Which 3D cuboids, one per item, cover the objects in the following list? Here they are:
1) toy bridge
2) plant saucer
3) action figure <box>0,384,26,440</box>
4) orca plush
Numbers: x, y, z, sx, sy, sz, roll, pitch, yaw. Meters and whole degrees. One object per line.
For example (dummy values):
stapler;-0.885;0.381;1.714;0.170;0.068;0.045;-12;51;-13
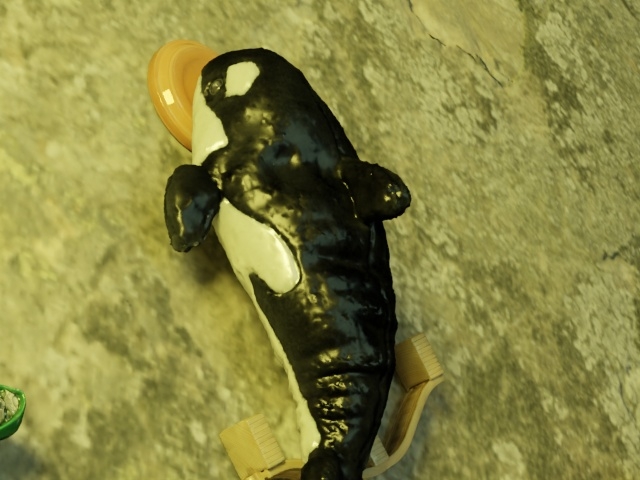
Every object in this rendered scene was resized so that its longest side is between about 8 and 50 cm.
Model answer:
toy bridge;0.016;0.109;0.815;0.188;0.026;0.063;-21;82;-52
plant saucer;-0.070;-0.088;0.863;0.083;0.013;0.083;28;47;-35
action figure;-0.214;0.072;0.553;0.232;0.063;0.137;5;59;-51
orca plush;0.000;0.000;0.771;0.151;0.102;0.287;24;47;-33
